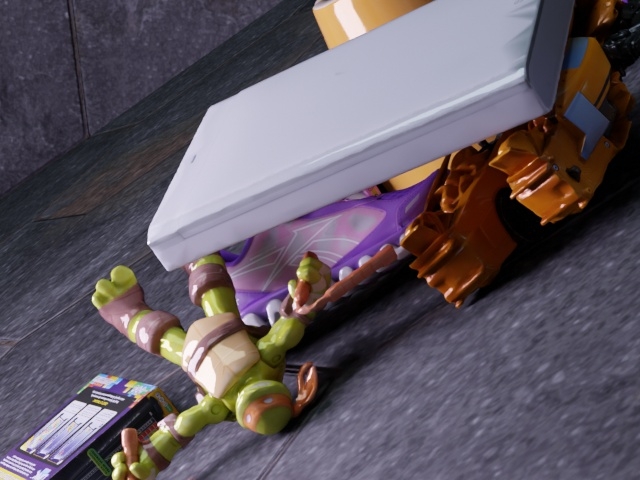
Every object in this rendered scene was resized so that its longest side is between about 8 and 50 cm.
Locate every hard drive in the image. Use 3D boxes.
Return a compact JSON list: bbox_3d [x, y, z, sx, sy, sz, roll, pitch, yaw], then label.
[{"bbox_3d":[0.032,-0.095,1.381,0.307,0.040,0.203,-23,25,26],"label":"hard drive"}]

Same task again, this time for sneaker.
[{"bbox_3d":[0.000,0.000,1.497,0.236,0.104,0.095,-32,-6,14],"label":"sneaker"}]

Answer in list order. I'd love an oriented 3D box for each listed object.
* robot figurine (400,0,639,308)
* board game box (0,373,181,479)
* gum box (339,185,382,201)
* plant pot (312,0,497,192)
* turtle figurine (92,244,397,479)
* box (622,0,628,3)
[{"bbox_3d":[0.160,-0.088,1.393,0.211,0.085,0.291,-42,14,38],"label":"robot figurine"},{"bbox_3d":[-0.192,0.173,1.547,0.141,0.048,0.170,-42,14,-16],"label":"board game box"},{"bbox_3d":[-0.010,-0.045,1.716,0.062,0.107,0.188,-40,13,-14],"label":"gum box"},{"bbox_3d":[0.097,-0.163,1.669,0.205,0.188,0.205,-34,12,9],"label":"plant pot"},{"bbox_3d":[-0.064,0.071,1.402,0.269,0.087,0.217,-49,45,8],"label":"turtle figurine"},{"bbox_3d":[0.342,-0.286,1.515,0.270,0.165,0.143,-36,12,5],"label":"box"}]
